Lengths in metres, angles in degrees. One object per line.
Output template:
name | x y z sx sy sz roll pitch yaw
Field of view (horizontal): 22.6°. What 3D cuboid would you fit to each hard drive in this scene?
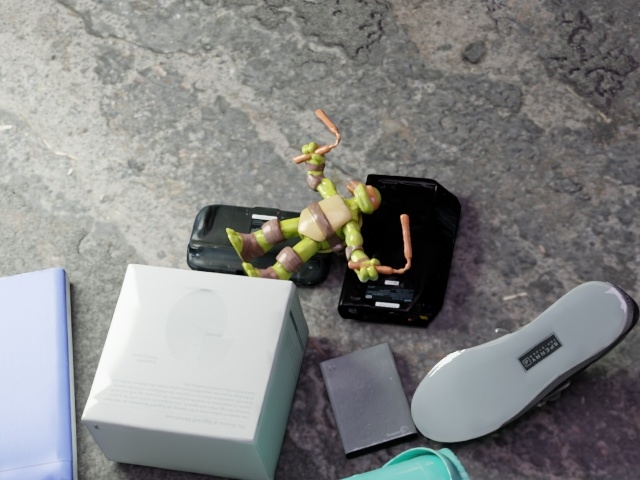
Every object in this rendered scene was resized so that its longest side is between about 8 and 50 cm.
hard drive | 0.061 0.203 2.027 0.094 0.022 0.135 -17 58 0
hard drive | -0.430 0.196 2.108 0.210 0.040 0.318 -11 58 4

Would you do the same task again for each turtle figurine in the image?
turtle figurine | -0.009 -0.028 2.094 0.217 0.087 0.269 -28 65 0

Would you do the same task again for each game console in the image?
game console | 0.000 0.000 2.153 0.361 0.044 0.213 6 58 13

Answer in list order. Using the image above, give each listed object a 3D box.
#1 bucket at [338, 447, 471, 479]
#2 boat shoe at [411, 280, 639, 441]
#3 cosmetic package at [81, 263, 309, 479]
bucket | 0.102 0.372 1.780 0.183 0.281 0.281 -21 57 -8
boat shoe | 0.255 0.151 1.975 0.306 0.105 0.113 -39 69 14
cosmetic package | -0.152 0.168 2.017 0.224 0.138 0.224 6 59 14
